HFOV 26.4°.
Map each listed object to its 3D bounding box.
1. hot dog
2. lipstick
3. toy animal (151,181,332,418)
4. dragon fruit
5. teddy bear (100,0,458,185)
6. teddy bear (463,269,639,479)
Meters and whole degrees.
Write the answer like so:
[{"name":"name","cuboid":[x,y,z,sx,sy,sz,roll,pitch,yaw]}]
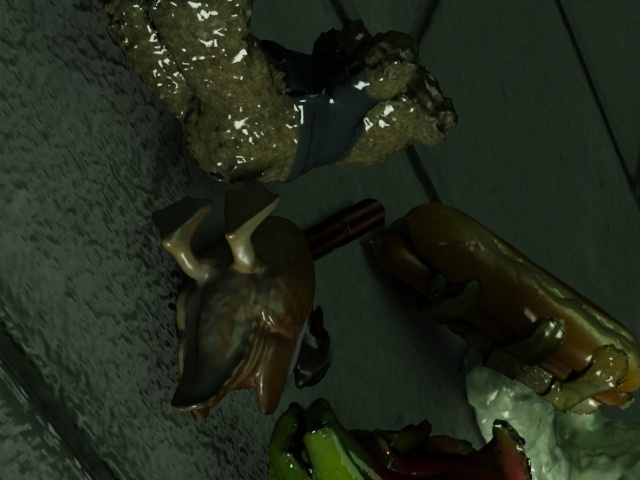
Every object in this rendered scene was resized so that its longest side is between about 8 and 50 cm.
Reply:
[{"name":"hot dog","cuboid":[0.153,0.060,1.117,0.269,0.109,0.072,33,57,-11]},{"name":"lipstick","cuboid":[0.000,0.000,1.006,0.176,0.027,0.027,-27,105,-58]},{"name":"toy animal","cuboid":[-0.044,0.061,0.856,0.188,0.089,0.179,-69,145,-43]},{"name":"dragon fruit","cuboid":[0.063,0.198,0.923,0.269,0.198,0.200,51,3,-9]},{"name":"teddy bear","cuboid":[-0.032,-0.095,0.855,0.251,0.182,0.129,18,93,-36]},{"name":"teddy bear","cuboid":[0.371,0.197,1.254,0.327,0.362,0.375,-53,128,-54]}]
